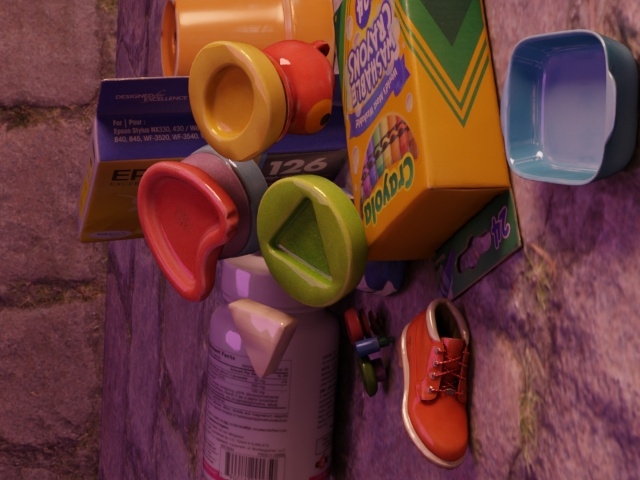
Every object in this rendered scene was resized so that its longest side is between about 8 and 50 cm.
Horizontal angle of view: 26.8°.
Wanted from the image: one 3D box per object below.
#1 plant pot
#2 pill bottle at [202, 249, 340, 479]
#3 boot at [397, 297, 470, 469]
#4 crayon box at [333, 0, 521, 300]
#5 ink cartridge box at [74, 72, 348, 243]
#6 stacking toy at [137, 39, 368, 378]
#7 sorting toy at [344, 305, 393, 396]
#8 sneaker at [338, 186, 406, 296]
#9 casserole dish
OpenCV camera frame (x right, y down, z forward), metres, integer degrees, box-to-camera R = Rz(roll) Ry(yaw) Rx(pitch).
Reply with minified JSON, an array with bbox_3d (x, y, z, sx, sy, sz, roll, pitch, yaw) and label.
[{"bbox_3d":[-0.101,-0.251,1.706,0.205,0.188,0.205,179,90,-73],"label":"plant pot"},{"bbox_3d":[-0.058,0.158,1.634,0.160,0.160,0.283,-138,50,-68],"label":"pill bottle"},{"bbox_3d":[0.113,0.131,1.257,0.084,0.059,0.158,122,145,-52],"label":"boot"},{"bbox_3d":[0.091,-0.115,1.267,0.203,0.083,0.323,130,136,-65],"label":"crayon box"},{"bbox_3d":[-0.125,-0.093,1.600,0.307,0.303,0.072,124,138,-63],"label":"ink cartridge box"},{"bbox_3d":[-0.042,-0.038,1.402,0.279,0.130,0.309,54,137,16],"label":"stacking toy"},{"bbox_3d":[0.058,0.117,1.473,0.061,0.042,0.102,97,157,-79],"label":"sorting toy"},{"bbox_3d":[0.000,0.000,1.492,0.296,0.131,0.112,-164,76,-71],"label":"sneaker"},{"bbox_3d":[0.190,-0.100,1.021,0.188,0.037,0.114,-162,72,-73],"label":"casserole dish"}]
